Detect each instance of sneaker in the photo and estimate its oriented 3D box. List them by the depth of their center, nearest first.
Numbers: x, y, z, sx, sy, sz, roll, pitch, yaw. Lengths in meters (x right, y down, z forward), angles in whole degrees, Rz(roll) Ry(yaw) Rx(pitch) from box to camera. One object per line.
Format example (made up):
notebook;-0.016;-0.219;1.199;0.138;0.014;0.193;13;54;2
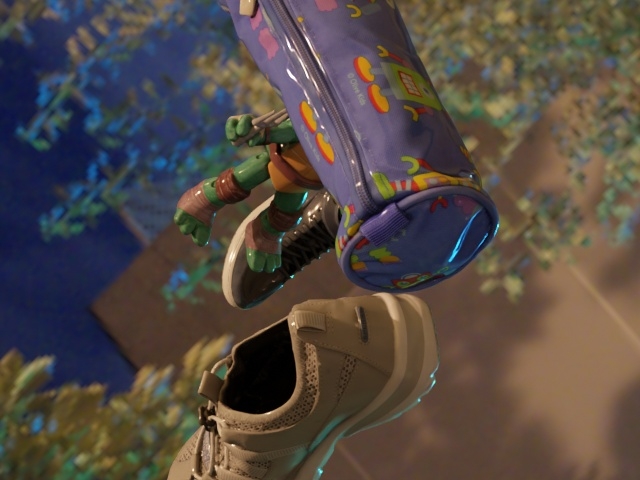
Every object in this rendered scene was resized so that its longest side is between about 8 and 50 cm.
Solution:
sneaker;-0.043;0.109;1.091;0.115;0.281;0.105;14;-132;-30
sneaker;-0.001;-0.002;1.776;0.163;0.226;0.086;25;164;49

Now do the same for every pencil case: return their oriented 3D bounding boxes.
pencil case;0.020;-0.110;1.187;0.133;0.119;0.306;16;-138;-49

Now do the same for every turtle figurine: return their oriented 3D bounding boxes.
turtle figurine;-0.018;-0.059;1.403;0.175;0.234;0.118;39;-135;-15
